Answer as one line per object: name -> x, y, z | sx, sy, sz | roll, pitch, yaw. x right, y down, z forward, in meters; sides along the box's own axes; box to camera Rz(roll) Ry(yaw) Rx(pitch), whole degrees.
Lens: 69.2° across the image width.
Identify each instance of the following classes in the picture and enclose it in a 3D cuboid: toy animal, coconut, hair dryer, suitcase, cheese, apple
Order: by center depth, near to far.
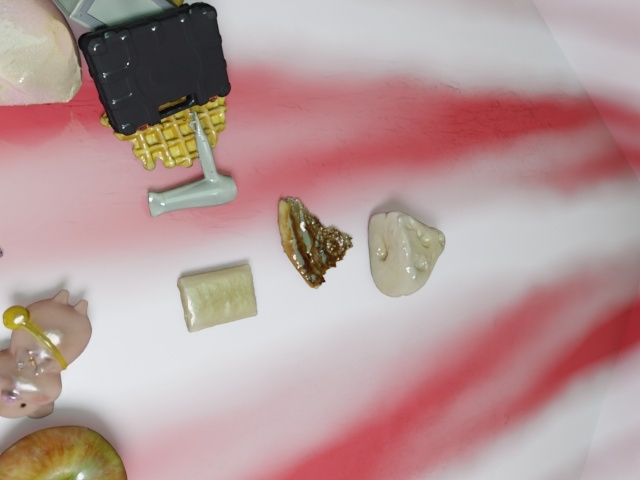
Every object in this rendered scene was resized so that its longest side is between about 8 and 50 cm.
coconut -> -0.550, -0.338, 0.814 | 0.233, 0.245, 0.233 | -1, 90, -68
apple -> -0.497, 0.482, 0.852 | 0.264, 0.264, 0.264 | 2, 87, -33
toy animal -> -0.544, 0.214, 0.890 | 0.165, 0.149, 0.248 | 33, 77, -10
suitcase -> -0.329, -0.360, 0.969 | 0.285, 0.066, 0.206 | -34, 140, -29
hair dryer -> -0.299, -0.176, 1.058 | 0.206, 0.075, 0.237 | -15, 126, -28
cheese -> 0.268, 0.053, 1.408 | 0.251, 0.173, 0.248 | 11, 81, -37

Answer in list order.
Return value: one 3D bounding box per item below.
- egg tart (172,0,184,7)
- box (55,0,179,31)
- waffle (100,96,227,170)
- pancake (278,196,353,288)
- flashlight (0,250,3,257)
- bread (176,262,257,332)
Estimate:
egg tart -> -0.427, -0.596, 1.018 | 0.288, 0.118, 0.288 | 4, 83, -36
box -> -0.392, -0.467, 0.935 | 0.086, 0.129, 0.225 | 47, 15, 17
waffle -> -0.352, -0.309, 1.081 | 0.283, 0.065, 0.310 | 26, 73, -30
pancake -> 0.000, 0.000, 1.299 | 0.244, 0.057, 0.266 | -10, 93, -34
flashlight -> -0.664, 0.052, 0.882 | 0.031, 0.052, 0.110 | 37, 56, 12
bread -> -0.249, 0.137, 1.130 | 0.178, 0.060, 0.140 | -8, 91, -33
